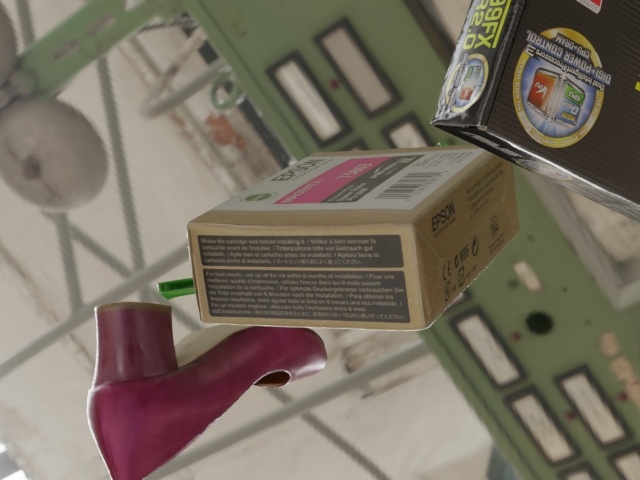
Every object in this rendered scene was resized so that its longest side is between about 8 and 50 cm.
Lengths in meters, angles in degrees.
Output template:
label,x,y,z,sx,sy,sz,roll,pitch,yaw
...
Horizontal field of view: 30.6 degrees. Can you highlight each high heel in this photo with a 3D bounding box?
label,x,y,z,sx,sy,sz,roll,pitch,yaw
high heel,-0.112,0.177,1.285,0.377,0.127,0.181,12,-111,-50

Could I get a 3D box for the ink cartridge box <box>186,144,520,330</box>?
label,x,y,z,sx,sy,sz,roll,pitch,yaw
ink cartridge box,0.034,-0.009,0.947,0.234,0.193,0.088,-37,-57,-58

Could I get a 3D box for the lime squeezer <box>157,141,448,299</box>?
label,x,y,z,sx,sy,sz,roll,pitch,yaw
lime squeezer,0.000,0.000,1.154,0.110,0.310,0.059,56,-167,-37

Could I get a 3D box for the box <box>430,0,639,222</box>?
label,x,y,z,sx,sy,sz,roll,pitch,yaw
box,0.229,-0.136,0.855,0.270,0.060,0.216,22,-95,-30
